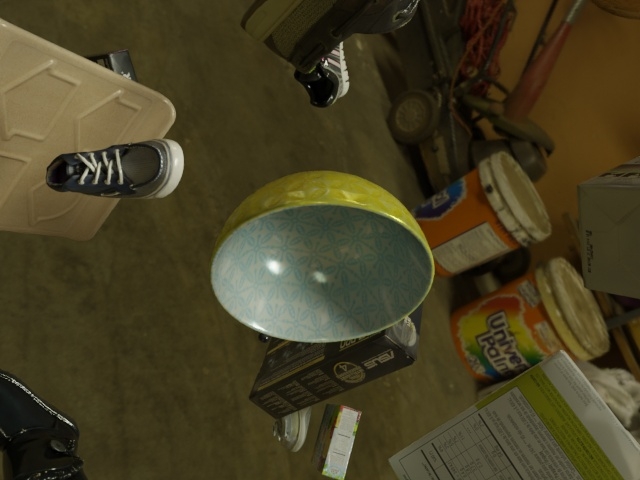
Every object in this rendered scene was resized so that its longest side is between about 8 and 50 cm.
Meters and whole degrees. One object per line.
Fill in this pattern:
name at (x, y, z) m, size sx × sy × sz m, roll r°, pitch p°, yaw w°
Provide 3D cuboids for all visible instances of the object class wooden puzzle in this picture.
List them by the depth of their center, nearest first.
wooden puzzle at (-0.444, -0.153, 0.864) m, size 0.080 × 0.322 × 0.348 m, roll 46°, pitch 15°, yaw 27°

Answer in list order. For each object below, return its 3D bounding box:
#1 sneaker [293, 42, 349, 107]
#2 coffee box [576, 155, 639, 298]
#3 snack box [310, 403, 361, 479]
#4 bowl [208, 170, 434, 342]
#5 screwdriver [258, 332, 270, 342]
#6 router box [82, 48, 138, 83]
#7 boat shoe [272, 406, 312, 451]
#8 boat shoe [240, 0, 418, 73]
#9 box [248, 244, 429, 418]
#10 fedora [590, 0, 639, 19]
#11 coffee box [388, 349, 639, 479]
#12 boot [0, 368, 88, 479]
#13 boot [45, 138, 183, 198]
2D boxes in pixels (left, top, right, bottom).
sneaker at (-0.005, -0.253, 0.754) m, size 0.170 × 0.063 × 0.074 m, roll 71°, pitch 34°, yaw -44°
coffee box at (0.446, -0.035, 0.720) m, size 0.247 × 0.098 × 0.141 m, roll -22°, pitch 109°, yaw -33°
snack box at (0.021, 0.309, 0.862) m, size 0.037 × 0.141 × 0.100 m, roll 19°, pitch 73°, yaw -2°
bowl at (0.000, 0.000, 0.767) m, size 0.289 × 0.289 × 0.156 m, roll 35°, pitch 35°, yaw -33°
screwdriver at (-0.072, 0.119, 0.992) m, size 0.170 × 0.024 × 0.025 m, roll -61°, pitch 152°, yaw -52°
router box at (-0.386, -0.257, 1.036) m, size 0.046 × 0.133 × 0.178 m, roll -36°, pitch 124°, yaw -43°
boat shoe at (-0.073, 0.420, 1.399) m, size 0.103 × 0.320 × 0.118 m, roll 12°, pitch 44°, yaw 3°
boat shoe at (0.031, -0.162, 0.332) m, size 0.073 × 0.224 × 0.080 m, roll 39°, pitch 66°, yaw -25°
box at (0.041, 0.171, 1.168) m, size 0.097 × 0.395 × 0.318 m, roll 43°, pitch 37°, yaw -18°
fedora at (0.393, -0.363, 0.656) m, size 0.194 × 0.194 × 0.079 m, roll 48°, pitch 32°, yaw -17°
coffee box at (0.370, 0.420, 0.933) m, size 0.338 × 0.334 × 0.338 m, roll 57°, pitch 10°, yaw 24°
boot at (-0.442, 0.293, 0.804) m, size 0.094 × 0.207 × 0.246 m, roll -50°, pitch 121°, yaw -10°
boot at (-0.243, -0.079, 0.646) m, size 0.086 × 0.190 × 0.069 m, roll -3°, pitch 87°, yaw -47°
